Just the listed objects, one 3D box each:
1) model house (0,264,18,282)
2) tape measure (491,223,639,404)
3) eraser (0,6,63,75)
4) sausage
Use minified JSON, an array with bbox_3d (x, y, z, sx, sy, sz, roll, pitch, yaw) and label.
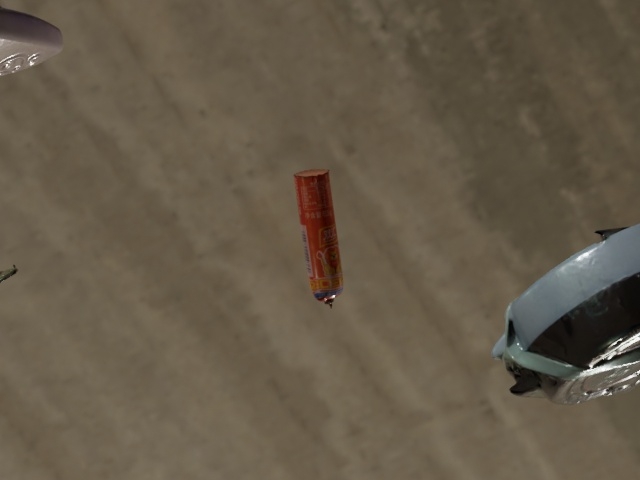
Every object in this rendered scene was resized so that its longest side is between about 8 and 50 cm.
[{"bbox_3d":[-0.293,0.014,1.263,0.088,0.117,0.167,61,167,-6],"label":"model house"},{"bbox_3d":[0.235,0.056,1.398,0.182,0.181,0.107,-1,-125,-51],"label":"tape measure"},{"bbox_3d":[-0.362,-0.167,1.535,0.243,0.204,0.059,3,-99,-76],"label":"eraser"},{"bbox_3d":[0.000,0.000,1.613,0.034,0.034,0.129,-41,-55,-68],"label":"sausage"}]
